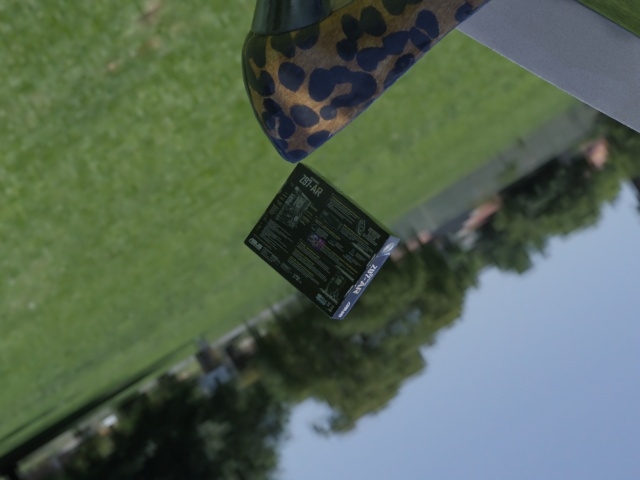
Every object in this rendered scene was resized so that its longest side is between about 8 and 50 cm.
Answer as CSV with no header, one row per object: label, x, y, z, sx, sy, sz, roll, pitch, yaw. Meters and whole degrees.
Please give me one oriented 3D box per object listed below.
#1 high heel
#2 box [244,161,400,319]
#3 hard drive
high heel,0.091,-0.121,0.866,0.261,0.186,0.093,7,-163,-8
box,0.000,0.000,1.030,0.067,0.083,0.018,-55,156,10
hard drive,0.152,-0.146,1.004,0.054,0.254,0.172,-55,-159,25
